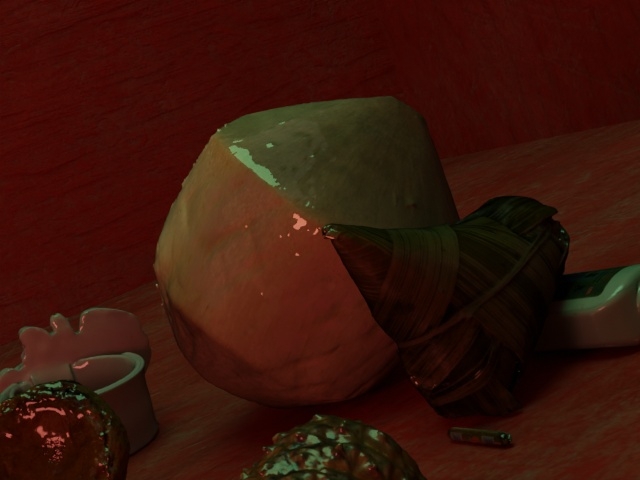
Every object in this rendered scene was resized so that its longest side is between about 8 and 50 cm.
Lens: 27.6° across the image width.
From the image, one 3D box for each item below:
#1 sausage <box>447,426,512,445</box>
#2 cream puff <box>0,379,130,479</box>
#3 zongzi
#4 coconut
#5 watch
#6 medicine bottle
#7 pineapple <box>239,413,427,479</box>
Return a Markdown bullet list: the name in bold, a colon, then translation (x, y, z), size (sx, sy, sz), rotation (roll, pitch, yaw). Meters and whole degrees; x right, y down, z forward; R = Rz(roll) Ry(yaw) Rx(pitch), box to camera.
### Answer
- **sausage**: translation (0.157, 0.195, 1.293), size (0.015, 0.015, 0.100), rotation (-24, 9, -31)
- **cream puff**: translation (-0.297, 0.261, 1.513), size (0.183, 0.183, 0.169), rotation (-19, -18, 1)
- **zongzi**: translation (0.135, 0.005, 1.396), size (0.134, 0.288, 0.286), rotation (-21, 31, 43)
- **coconut**: translation (0.000, 0.000, 1.615), size (0.415, 0.344, 0.415), rotation (-56, -5, -7)
- **watch**: translation (-0.321, 0.206, 1.791), size (0.244, 0.196, 0.231), rotation (-19, 14, -23)
- **medicine bottle**: translation (0.320, 0.077, 1.471), size (0.121, 0.083, 0.229), rotation (-29, 13, -40)
- **pineapple**: translation (-0.034, 0.254, 0.949), size (0.158, 0.158, 0.278), rotation (-12, 21, 41)
